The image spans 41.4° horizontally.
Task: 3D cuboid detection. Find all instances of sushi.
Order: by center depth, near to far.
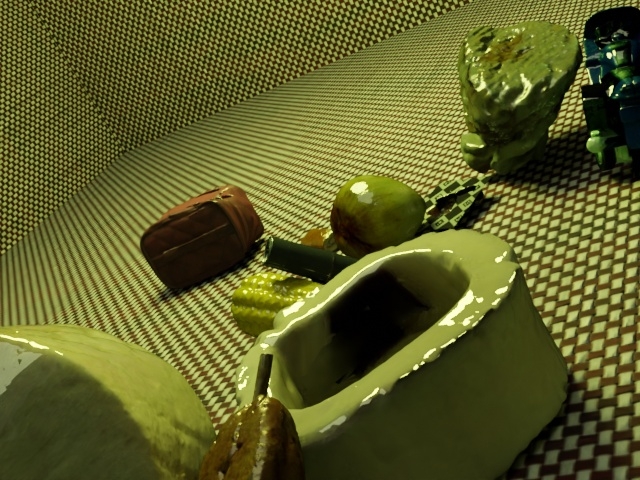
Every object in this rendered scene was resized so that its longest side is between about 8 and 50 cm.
[{"bbox_3d":[0.202,-0.047,1.330,0.120,0.026,0.126,-3,40,53],"label":"sushi"}]

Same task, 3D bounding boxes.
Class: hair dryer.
[{"bbox_3d":[-0.017,0.041,1.272,0.195,0.173,0.050,166,121,-73],"label":"hair dryer"}]

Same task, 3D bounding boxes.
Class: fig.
[{"bbox_3d":[0.083,-0.033,1.300,0.152,0.136,0.120,-1,14,32],"label":"fig"}]

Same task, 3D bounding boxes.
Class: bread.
[{"bbox_3d":[-0.061,0.254,0.658,0.124,0.084,0.344,-26,48,52],"label":"bread"},{"bbox_3d":[0.000,0.000,1.473,0.047,0.036,0.083,-42,21,-23],"label":"bread"}]

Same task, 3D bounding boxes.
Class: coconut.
[{"bbox_3d":[-0.293,0.260,0.788,0.415,0.345,0.415,-37,-7,-5],"label":"coconut"}]

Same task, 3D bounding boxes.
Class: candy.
[{"bbox_3d":[-0.028,0.100,1.186,0.198,0.094,0.106,5,17,44],"label":"candy"}]

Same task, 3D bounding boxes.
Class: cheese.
[{"bbox_3d":[0.071,0.139,0.867,0.332,0.153,0.292,-35,20,-19],"label":"cheese"}]

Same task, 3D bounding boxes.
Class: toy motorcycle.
[{"bbox_3d":[0.419,-0.209,1.159,0.125,0.196,0.331,-10,21,19],"label":"toy motorcycle"}]

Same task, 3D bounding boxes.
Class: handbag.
[{"bbox_3d":[-0.231,-0.008,1.651,0.225,0.146,0.135,-22,15,21],"label":"handbag"}]

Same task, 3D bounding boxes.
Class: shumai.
[{"bbox_3d":[0.313,-0.212,1.334,0.189,0.218,0.256,-2,37,10],"label":"shumai"}]
